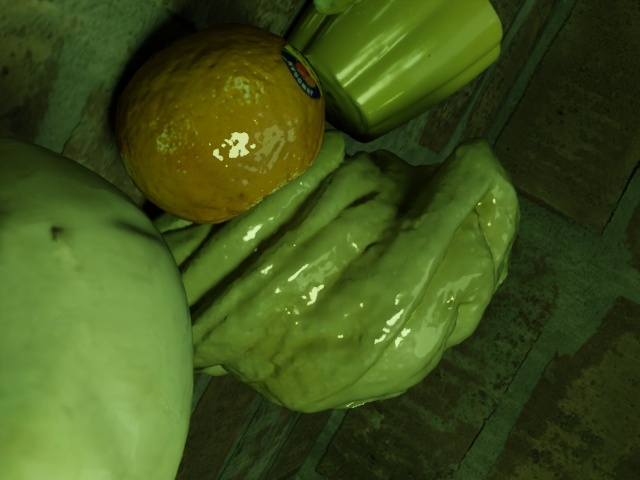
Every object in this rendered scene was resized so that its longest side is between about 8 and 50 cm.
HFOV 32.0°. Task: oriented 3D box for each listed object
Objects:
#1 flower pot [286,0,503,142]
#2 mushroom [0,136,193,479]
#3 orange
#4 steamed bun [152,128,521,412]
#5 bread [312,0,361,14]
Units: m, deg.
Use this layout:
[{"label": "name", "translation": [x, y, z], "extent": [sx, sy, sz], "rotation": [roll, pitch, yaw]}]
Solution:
[{"label": "flower pot", "translation": [0.065, -0.209, 1.179], "extent": [0.179, 0.195, 0.195], "rotation": [-44, 162, -11]}, {"label": "mushroom", "translation": [-0.200, 0.074, 0.633], "extent": [0.315, 0.315, 0.356], "rotation": [-51, 162, -30]}, {"label": "orange", "translation": [-0.081, -0.097, 0.921], "extent": [0.178, 0.155, 0.177], "rotation": [-35, -164, 12]}, {"label": "steamed bun", "translation": [-0.005, 0.003, 1.091], "extent": [0.325, 0.372, 0.230], "rotation": [-52, 132, -45]}, {"label": "bread", "translation": [0.033, -0.309, 0.872], "extent": [0.257, 0.186, 0.124], "rotation": [-58, -178, 10]}]
